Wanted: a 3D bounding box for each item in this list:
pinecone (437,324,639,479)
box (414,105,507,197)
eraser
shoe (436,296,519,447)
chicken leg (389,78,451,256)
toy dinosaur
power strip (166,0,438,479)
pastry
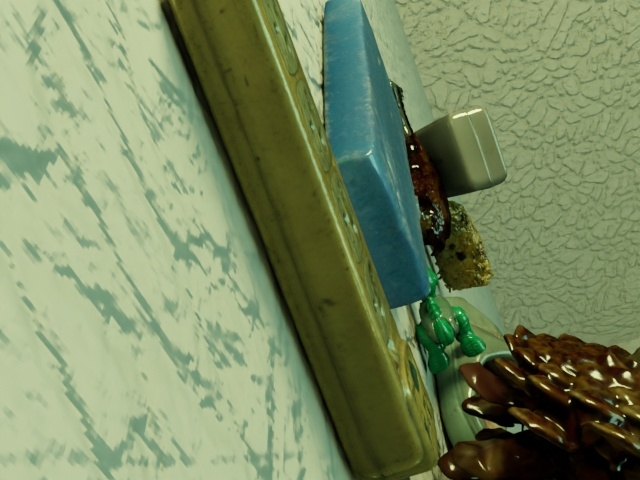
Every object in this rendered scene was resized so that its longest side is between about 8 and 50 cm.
[{"bbox_3d":[0.215,0.201,0.642,0.264,0.264,0.264,-17,90,-78],"label":"pinecone"},{"bbox_3d":[0.171,-0.110,1.113,0.243,0.055,0.103,176,-106,-81],"label":"box"},{"bbox_3d":[0.044,-0.093,0.732,0.312,0.042,0.144,-90,160,-53],"label":"eraser"},{"bbox_3d":[0.173,0.134,0.873,0.251,0.100,0.103,-78,148,-61],"label":"shoe"},{"bbox_3d":[0.117,-0.090,1.054,0.106,0.051,0.253,45,27,-56],"label":"chicken leg"},{"bbox_3d":[0.108,0.069,0.793,0.096,0.059,0.132,62,6,-13],"label":"toy dinosaur"},{"bbox_3d":[0.000,0.000,0.401,0.064,0.044,0.305,-75,147,-70],"label":"power strip"},{"bbox_3d":[0.183,0.005,1.145,0.056,0.080,0.140,-69,142,-53],"label":"pastry"}]
